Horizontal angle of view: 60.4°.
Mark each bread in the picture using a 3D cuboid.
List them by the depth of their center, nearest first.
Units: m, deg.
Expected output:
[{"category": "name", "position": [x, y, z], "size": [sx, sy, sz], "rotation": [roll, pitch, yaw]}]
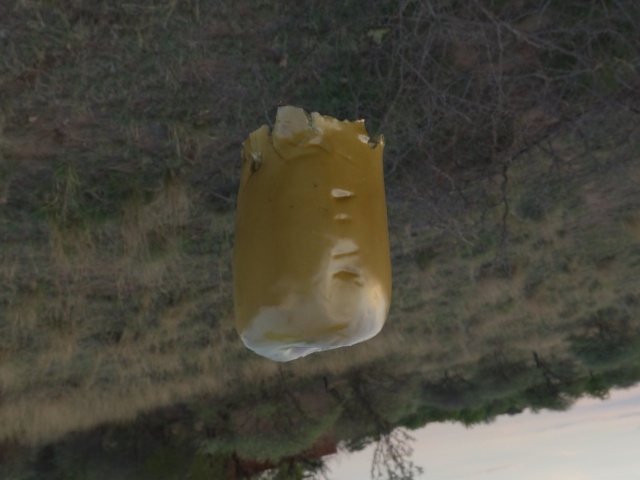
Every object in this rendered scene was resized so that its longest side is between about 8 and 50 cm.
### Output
[{"category": "bread", "position": [0.002, 0.000, 0.407], "size": [0.085, 0.173, 0.134], "rotation": [-11, 167, 37]}]
